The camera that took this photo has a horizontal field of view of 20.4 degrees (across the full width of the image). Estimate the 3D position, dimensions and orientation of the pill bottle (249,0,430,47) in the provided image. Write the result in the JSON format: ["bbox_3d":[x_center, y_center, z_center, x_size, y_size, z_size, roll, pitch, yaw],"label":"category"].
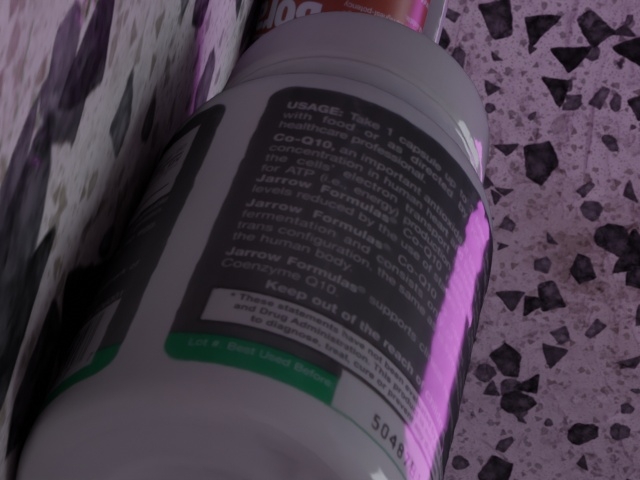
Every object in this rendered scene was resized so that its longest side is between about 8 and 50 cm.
[{"bbox_3d":[0.005,-0.123,1.294,0.121,0.121,0.216,77,27,-82],"label":"pill bottle"}]

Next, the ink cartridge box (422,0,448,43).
[{"bbox_3d":[0.046,-0.218,1.474,0.127,0.128,0.176,-48,153,-82],"label":"ink cartridge box"}]

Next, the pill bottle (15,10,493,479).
[{"bbox_3d":[-0.015,0.037,0.974,0.361,0.204,0.204,-70,173,-49],"label":"pill bottle"}]
